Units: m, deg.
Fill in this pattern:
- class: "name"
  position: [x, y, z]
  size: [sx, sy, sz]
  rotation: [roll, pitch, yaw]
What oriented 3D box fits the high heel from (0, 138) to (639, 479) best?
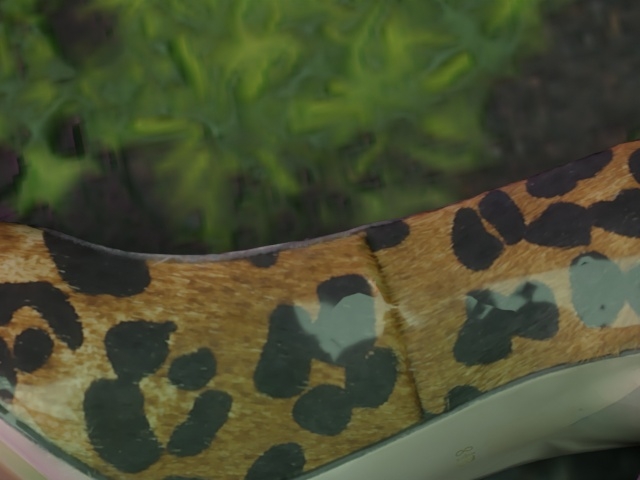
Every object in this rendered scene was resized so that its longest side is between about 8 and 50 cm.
- class: "high heel"
  position: [0.000, 0.000, 0.474]
  size: [0.261, 0.093, 0.186]
  rotation: [27, 68, 14]
